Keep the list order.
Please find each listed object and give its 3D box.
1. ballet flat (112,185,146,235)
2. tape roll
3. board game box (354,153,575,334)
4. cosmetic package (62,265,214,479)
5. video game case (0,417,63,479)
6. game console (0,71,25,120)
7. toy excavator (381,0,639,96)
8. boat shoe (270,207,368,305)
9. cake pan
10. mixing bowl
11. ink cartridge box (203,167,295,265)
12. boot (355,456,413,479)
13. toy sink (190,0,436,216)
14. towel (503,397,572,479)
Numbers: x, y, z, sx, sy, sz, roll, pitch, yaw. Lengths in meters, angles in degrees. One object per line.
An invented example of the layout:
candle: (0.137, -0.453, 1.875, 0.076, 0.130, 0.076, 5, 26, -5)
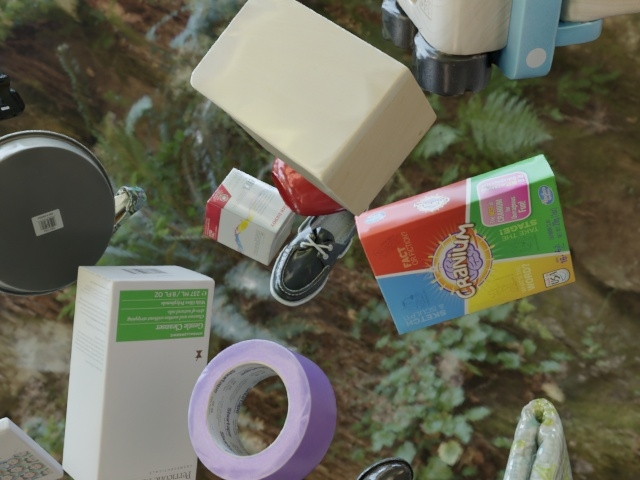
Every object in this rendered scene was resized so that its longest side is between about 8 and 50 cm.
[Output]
ballet flat: (-0.457, -0.051, 1.827, 0.188, 0.070, 0.070, -45, -9, 11)
tape roll: (-0.079, 0.234, 1.148, 0.189, 0.189, 0.080, -62, -33, -7)
board game box: (0.244, 0.014, 1.412, 0.064, 0.316, 0.242, -98, -14, -50)
cosmetic package: (-0.314, 0.232, 1.461, 0.197, 0.155, 0.366, 0, -82, -38)
video game case: (-0.395, 0.266, 0.982, 0.143, 0.019, 0.157, -20, -36, -4)
game console: (-0.639, -0.247, 1.578, 0.044, 0.213, 0.361, -24, 12, 9)
toy excavator: (0.334, -0.325, 1.081, 0.433, 0.445, 0.222, -111, 13, -50)
boat shoe: (0.000, 0.000, 1.699, 0.302, 0.114, 0.091, -58, -3, -35)
cake pan: (-0.480, -0.040, 1.461, 0.293, 0.054, 0.293, -11, -71, -35)
mixing bowl: (-0.031, -0.114, 1.624, 0.098, 0.181, 0.181, -29, -20, -10)
ink cartridge box: (-0.159, -0.053, 1.965, 0.128, 0.176, 0.127, -57, -11, -40)
boot: (0.093, 0.487, 1.401, 0.263, 0.091, 0.229, -42, 14, -13)
toy sink: (-0.009, -0.163, 0.996, 0.153, 0.234, 0.131, -52, -29, -1)
towel: (0.345, 0.497, 1.364, 0.374, 0.090, 0.321, -63, -33, -41)
